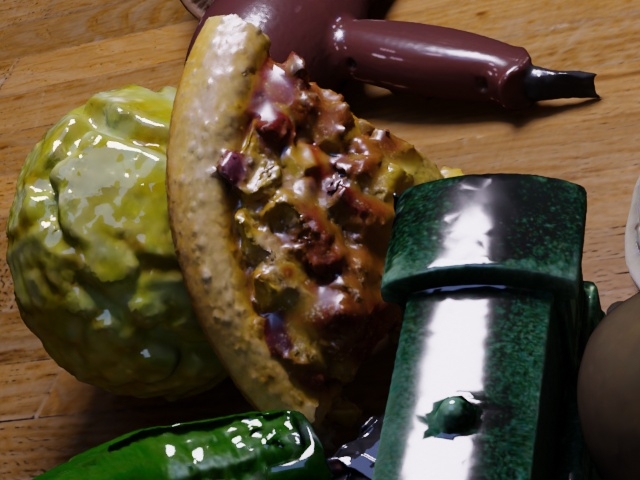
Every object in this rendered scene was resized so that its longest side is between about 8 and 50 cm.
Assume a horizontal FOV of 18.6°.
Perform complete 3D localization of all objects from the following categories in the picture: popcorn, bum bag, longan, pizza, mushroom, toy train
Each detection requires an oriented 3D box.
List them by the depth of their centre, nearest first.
[{"bbox_3d":[0.217,0.086,1.026,0.159,0.185,0.204,-58,33,18],"label":"longan"},{"bbox_3d":[0.085,0.110,1.076,0.138,0.178,0.330,-1,41,13],"label":"toy train"},{"bbox_3d":[0.056,0.121,1.226,0.124,0.034,0.058,-42,60,-19],"label":"bum bag"},{"bbox_3d":[0.232,-0.003,1.263,0.068,0.043,0.306,-41,28,30],"label":"mushroom"},{"bbox_3d":[0.015,-0.013,1.273,0.228,0.290,0.081,-4,-14,-27],"label":"pizza"},{"bbox_3d":[-0.118,0.000,1.357,0.183,0.204,0.221,-27,50,47],"label":"popcorn"}]

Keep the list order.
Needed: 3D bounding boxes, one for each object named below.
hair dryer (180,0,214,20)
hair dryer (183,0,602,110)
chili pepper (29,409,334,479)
[{"bbox_3d":[0.009,-0.353,1.732,0.352,0.107,0.189,-40,27,23],"label":"hair dryer"},{"bbox_3d":[0.087,-0.168,1.550,0.340,0.123,0.312,13,41,31],"label":"hair dryer"},{"bbox_3d":[-0.130,0.240,1.097,0.385,0.213,0.167,-29,-16,-34],"label":"chili pepper"}]
